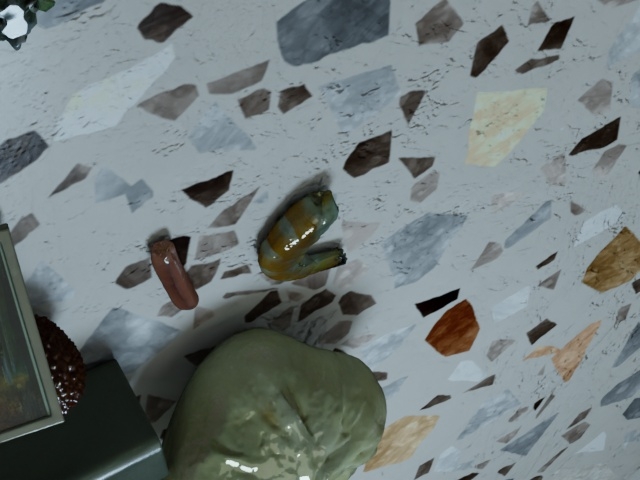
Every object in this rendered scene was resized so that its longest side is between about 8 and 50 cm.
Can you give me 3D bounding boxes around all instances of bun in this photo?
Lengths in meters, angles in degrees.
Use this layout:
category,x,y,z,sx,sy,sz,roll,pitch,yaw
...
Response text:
category,x,y,z,sx,sy,sz,roll,pitch,yaw
bun,-0.061,0.290,1.937,0.361,0.213,0.361,-25,131,-33

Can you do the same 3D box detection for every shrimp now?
category,x,y,z,sx,sy,sz,roll,pitch,yaw
shrimp,0.000,0.000,1.810,0.166,0.049,0.161,9,133,-48

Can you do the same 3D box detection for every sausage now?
category,x,y,z,sx,sy,sz,roll,pitch,yaw
sausage,-0.178,0.045,1.731,0.030,0.035,0.147,-1,148,11

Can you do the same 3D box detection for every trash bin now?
category,x,y,z,sx,sy,sz,roll,pitch,yaw
trash bin,-0.334,0.273,1.793,0.240,0.164,0.122,-26,149,-15

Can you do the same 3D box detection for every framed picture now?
category,x,y,z,sx,sy,sz,roll,pitch,yaw
framed picture,-0.395,0.119,1.540,0.184,0.016,0.250,-17,115,-16

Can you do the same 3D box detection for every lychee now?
category,x,y,z,sx,sy,sz,roll,pitch,yaw
lychee,-0.337,0.148,1.652,0.123,0.123,0.129,-26,136,-9

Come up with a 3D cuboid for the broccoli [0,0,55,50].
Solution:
category,x,y,z,sx,sy,sz,roll,pitch,yaw
broccoli,-0.233,-0.264,1.165,0.275,0.177,0.198,-35,145,-21
